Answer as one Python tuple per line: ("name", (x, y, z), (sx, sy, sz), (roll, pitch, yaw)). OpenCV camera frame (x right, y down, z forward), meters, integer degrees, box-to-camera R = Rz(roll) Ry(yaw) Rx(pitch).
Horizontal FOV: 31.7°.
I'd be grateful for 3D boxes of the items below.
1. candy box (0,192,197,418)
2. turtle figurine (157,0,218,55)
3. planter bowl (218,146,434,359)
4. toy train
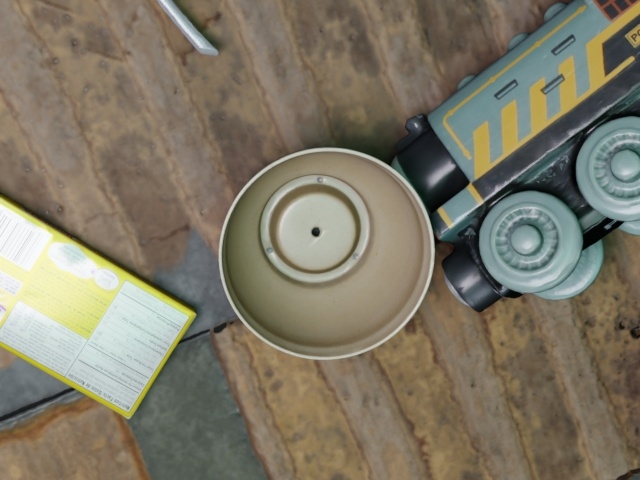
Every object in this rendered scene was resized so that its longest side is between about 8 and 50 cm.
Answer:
("candy box", (-0.214, 0.048, 0.904), (0.206, 0.027, 0.105), (33, 95, -13))
("turtle figurine", (-0.163, -0.294, 0.770), (0.266, 0.198, 0.274), (11, 94, -9))
("planter bowl", (0.000, 0.000, 0.887), (0.162, 0.109, 0.162), (-1, 103, -6))
("toy train", (0.210, -0.092, 0.865), (0.334, 0.142, 0.190), (-38, 70, 16))
